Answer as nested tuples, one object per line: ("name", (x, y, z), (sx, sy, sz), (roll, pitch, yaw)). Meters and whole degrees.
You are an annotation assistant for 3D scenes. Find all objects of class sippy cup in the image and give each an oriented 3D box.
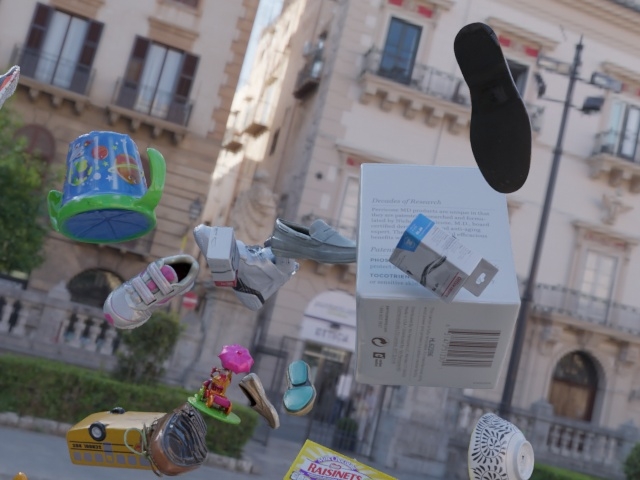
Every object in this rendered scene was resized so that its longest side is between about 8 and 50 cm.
("sippy cup", (-0.525, -0.136, 2.012), (0.306, 0.224, 0.240), (-6, -21, -8))

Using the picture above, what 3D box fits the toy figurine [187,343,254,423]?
("toy figurine", (-0.214, 0.310, 1.876), (0.130, 0.159, 0.173), (25, -4, -17))

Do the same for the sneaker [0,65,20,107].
("sneaker", (-0.708, -0.337, 1.798), (0.065, 0.158, 0.061), (22, -46, -7))

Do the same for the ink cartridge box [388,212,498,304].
("ink cartridge box", (0.227, 0.045, 1.537), (0.180, 0.060, 0.104), (36, -38, 10))

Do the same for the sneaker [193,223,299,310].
("sneaker", (-0.210, 0.038, 2.417), (0.366, 0.210, 0.137), (55, -2, -42))

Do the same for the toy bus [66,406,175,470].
("toy bus", (-0.483, 0.509, 2.115), (0.333, 0.130, 0.108), (-3, 12, 21))

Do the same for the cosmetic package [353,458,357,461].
("cosmetic package", (0.107, 0.772, 2.395), (0.238, 0.127, 0.107), (57, 9, -3))

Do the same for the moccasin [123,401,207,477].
("moccasin", (-0.336, 0.440, 1.806), (0.147, 0.139, 0.380), (-29, 6, -6))

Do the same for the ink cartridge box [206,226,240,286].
("ink cartridge box", (-0.241, 0.041, 2.058), (0.056, 0.099, 0.135), (1, -32, 4))

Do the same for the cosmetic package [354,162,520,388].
("cosmetic package", (0.241, 0.079, 1.846), (0.328, 0.393, 0.329), (2, -43, 3))

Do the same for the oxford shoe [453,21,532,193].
("oxford shoe", (0.223, -0.164, 1.034), (0.076, 0.212, 0.076), (-11, 1, 20))

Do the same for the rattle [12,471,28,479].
("rattle", (-0.592, 0.505, 1.407), (0.200, 0.142, 0.130), (-6, 22, -29))

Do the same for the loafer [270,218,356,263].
("loafer", (0.000, 0.000, 2.232), (0.320, 0.111, 0.112), (6, 10, 30))

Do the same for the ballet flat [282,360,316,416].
("ballet flat", (-0.045, 0.369, 1.965), (0.080, 0.073, 0.232), (-10, 21, 5))

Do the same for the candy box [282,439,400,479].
("candy box", (0.042, 0.458, 1.556), (0.206, 0.105, 0.027), (19, -48, 17))

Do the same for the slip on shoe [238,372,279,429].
("slip on shoe", (-0.134, 0.354, 1.790), (0.041, 0.135, 0.051), (-30, 14, -33))

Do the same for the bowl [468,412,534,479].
("bowl", (0.358, 0.419, 1.587), (0.080, 0.170, 0.170), (-6, -19, 38))

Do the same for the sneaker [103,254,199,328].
("sneaker", (-0.368, 0.098, 1.818), (0.103, 0.252, 0.111), (48, -39, 4))
